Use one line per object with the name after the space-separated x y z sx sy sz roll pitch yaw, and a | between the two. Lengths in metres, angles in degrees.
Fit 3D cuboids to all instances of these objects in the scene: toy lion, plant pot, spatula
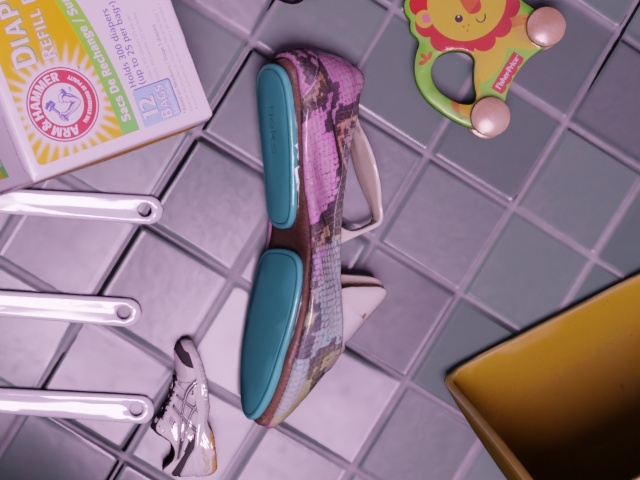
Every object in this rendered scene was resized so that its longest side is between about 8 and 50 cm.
0.088 -0.123 1.006 0.096 0.034 0.100 31 91 -1 | toy lion
0.225 0.140 0.961 0.212 0.212 0.187 -27 109 -4 | plant pot
-0.214 0.031 0.987 0.242 0.019 0.168 3 93 -7 | spatula

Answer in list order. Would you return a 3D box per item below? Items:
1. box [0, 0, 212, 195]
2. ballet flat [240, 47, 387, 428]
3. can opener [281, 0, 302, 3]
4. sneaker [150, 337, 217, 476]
-0.157 -0.137 0.924 0.114 0.103 0.203 -24 97 -25 | box
0.000 0.000 0.988 0.079 0.077 0.221 1 94 -26 | ballet flat
0.033 -0.207 0.977 0.186 0.059 0.073 -42 97 -2 | can opener
-0.083 0.100 1.000 0.037 0.032 0.083 -7 94 -6 | sneaker
